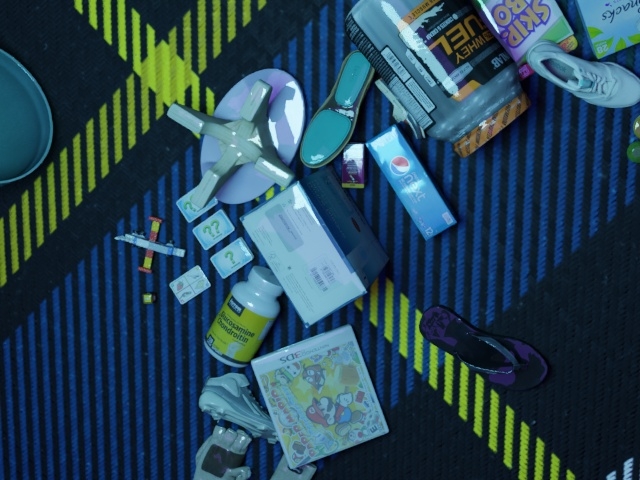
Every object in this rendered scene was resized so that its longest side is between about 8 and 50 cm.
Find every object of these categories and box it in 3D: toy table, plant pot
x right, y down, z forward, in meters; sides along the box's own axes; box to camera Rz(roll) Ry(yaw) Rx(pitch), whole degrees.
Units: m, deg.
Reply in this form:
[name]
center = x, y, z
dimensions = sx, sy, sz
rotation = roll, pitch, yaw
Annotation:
[toy table]
center = -0.143, -0.185, 1.702
dimensions = 0.252, 0.161, 0.274
rotation = 21, 104, 8
[plant pot]
center = -0.691, -0.211, 1.771
dimensions = 0.196, 0.293, 0.293
rotation = -25, 94, 41

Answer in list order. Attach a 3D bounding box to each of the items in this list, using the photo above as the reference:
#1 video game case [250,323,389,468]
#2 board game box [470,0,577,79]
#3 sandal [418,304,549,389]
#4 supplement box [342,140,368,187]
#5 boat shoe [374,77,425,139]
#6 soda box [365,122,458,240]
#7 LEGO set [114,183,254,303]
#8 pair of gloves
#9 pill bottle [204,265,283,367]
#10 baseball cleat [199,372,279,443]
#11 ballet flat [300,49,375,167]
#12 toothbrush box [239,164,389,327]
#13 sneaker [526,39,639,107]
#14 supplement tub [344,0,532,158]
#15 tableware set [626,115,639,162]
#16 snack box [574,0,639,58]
[video game case]
center = 0.000, 0.301, 1.795
dimensions = 0.206, 0.026, 0.227
rotation = -20, 96, -3
[board game box]
center = 0.335, -0.420, 1.627
dimensions = 0.124, 0.039, 0.259
rotation = -30, 95, 16
[sandal]
center = 0.299, 0.208, 1.731
dimensions = 0.254, 0.054, 0.097
rotation = 24, 104, 7
[supplement box]
center = 0.064, -0.141, 1.719
dimensions = 0.043, 0.055, 0.083
rotation = 3, 100, 11
[boat shoe]
center = 0.147, -0.240, 1.686
dimensions = 0.043, 0.049, 0.137
rotation = -28, 88, 3
[soda box]
center = 0.168, -0.109, 1.695
dimensions = 0.067, 0.071, 0.210
rotation = -31, 92, 14
[LEGO set]
center = -0.279, 0.024, 1.821
dimensions = 0.244, 0.060, 0.182
rotation = -33, 88, 16
[pair of gloves]
center = -0.146, 0.492, 1.882
dimensions = 0.240, 0.042, 0.204
rotation = 20, 100, 6
[pill bottle]
center = -0.141, 0.144, 1.787
dimensions = 0.103, 0.103, 0.184
rotation = 31, 104, 5
[baseball cleat]
center = -0.137, 0.325, 1.835
dimensions = 0.206, 0.109, 0.072
rotation = 29, 144, -21
[ballet flat]
center = 0.039, -0.231, 1.684
dimensions = 0.080, 0.073, 0.232
rotation = 30, 92, 10
[toothbrush box]
center = 0.000, 0.000, 1.634
dimensions = 0.126, 0.295, 0.216
rotation = -31, 91, 14
[sneaker]
center = 0.453, -0.272, 1.583
dimensions = 0.212, 0.094, 0.080
rotation = 19, 113, -3
[supplement tub]
center = 0.204, -0.308, 1.590
dimensions = 0.193, 0.193, 0.316
rotation = -39, 91, 15
[tableware set]
center = 0.600, -0.201, 1.616
dimensions = 0.104, 0.024, 0.154
rotation = 19, 104, 11
[snack box]
center = 0.528, -0.425, 1.543
dimensions = 0.207, 0.070, 0.174
rotation = -20, 114, 16
